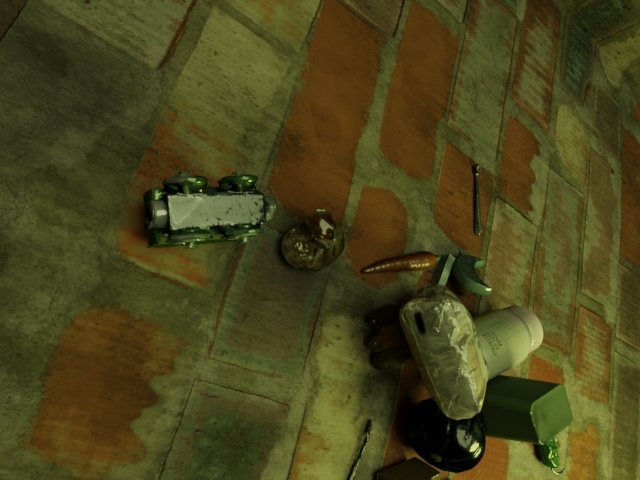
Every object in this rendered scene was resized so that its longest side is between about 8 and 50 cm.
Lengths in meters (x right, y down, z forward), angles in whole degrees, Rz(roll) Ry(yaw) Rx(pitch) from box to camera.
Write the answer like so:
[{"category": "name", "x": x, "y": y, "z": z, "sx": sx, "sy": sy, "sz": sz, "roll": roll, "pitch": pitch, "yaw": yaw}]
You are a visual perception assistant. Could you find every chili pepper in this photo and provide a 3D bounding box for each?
[{"category": "chili pepper", "x": 0.909, "y": 0.793, "z": 1.902, "sx": 0.100, "sy": 0.074, "sz": 0.256, "roll": 13, "pitch": 73, "yaw": -31}]

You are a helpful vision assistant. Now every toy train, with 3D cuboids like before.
[{"category": "toy train", "x": -0.283, "y": -0.067, "z": 1.165, "sx": 0.308, "sy": 0.249, "sz": 0.173, "roll": -6, "pitch": 87, "yaw": -33}]

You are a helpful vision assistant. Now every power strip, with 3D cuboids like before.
[{"category": "power strip", "x": 0.551, "y": 0.109, "z": 1.756, "sx": 0.137, "sy": 0.044, "sz": 0.216, "roll": 19, "pitch": 34, "yaw": -7}]

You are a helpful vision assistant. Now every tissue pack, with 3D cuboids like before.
[{"category": "tissue pack", "x": 0.380, "y": 0.313, "z": 1.423, "sx": 0.375, "sy": 0.195, "sz": 0.389, "roll": 11, "pitch": 59, "yaw": -72}]

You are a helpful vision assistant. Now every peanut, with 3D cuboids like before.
[{"category": "peanut", "x": 0.564, "y": 0.167, "z": 1.793, "sx": 0.152, "sy": 0.076, "sz": 0.076, "roll": 0, "pitch": 81, "yaw": -31}]

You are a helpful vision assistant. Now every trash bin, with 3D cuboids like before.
[{"category": "trash bin", "x": 0.613, "y": 0.550, "z": 1.590, "sx": 0.223, "sy": 0.344, "sz": 0.158, "roll": -12, "pitch": 86, "yaw": -34}]

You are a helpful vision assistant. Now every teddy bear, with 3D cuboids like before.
[{"category": "teddy bear", "x": 0.229, "y": 0.297, "z": 1.511, "sx": 0.177, "sy": 0.140, "sz": 0.190, "roll": -14, "pitch": 70, "yaw": -18}]

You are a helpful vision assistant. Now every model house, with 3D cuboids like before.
[{"category": "model house", "x": 0.282, "y": 0.830, "z": 1.445, "sx": 0.181, "sy": 0.176, "sz": 0.247, "roll": -5, "pitch": 100, "yaw": -35}]

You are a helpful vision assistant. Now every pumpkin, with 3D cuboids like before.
[{"category": "pumpkin", "x": 0.404, "y": 0.589, "z": 1.509, "sx": 0.248, "sy": 0.248, "sz": 0.247, "roll": 7, "pitch": 77, "yaw": -33}]

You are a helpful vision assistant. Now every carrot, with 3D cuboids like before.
[{"category": "carrot", "x": 0.279, "y": 0.078, "z": 1.632, "sx": 0.336, "sy": 0.069, "sz": 0.069, "roll": -6, "pitch": 84, "yaw": -28}]

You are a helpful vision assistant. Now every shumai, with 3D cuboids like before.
[{"category": "shumai", "x": 0.000, "y": 0.000, "z": 1.386, "sx": 0.210, "sy": 0.153, "sz": 0.161, "roll": -5, "pitch": 76, "yaw": -30}]

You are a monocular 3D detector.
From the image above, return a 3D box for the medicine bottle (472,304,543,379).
[{"category": "medicine bottle", "x": 0.607, "y": 0.365, "z": 1.697, "sx": 0.379, "sy": 0.214, "sz": 0.213, "roll": -11, "pitch": 87, "yaw": -35}]

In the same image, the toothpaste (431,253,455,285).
[{"category": "toothpaste", "x": 0.441, "y": 0.124, "z": 1.732, "sx": 0.034, "sy": 0.046, "sz": 0.164, "roll": 37, "pitch": 63, "yaw": -20}]

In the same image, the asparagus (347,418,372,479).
[{"category": "asparagus", "x": 0.116, "y": 0.654, "z": 1.435, "sx": 0.022, "sy": 0.023, "sz": 0.232, "roll": 73, "pitch": 38, "yaw": -59}]

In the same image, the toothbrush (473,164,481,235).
[{"category": "toothbrush", "x": 0.636, "y": -0.165, "z": 1.927, "sx": 0.030, "sy": 0.030, "sz": 0.297, "roll": 4, "pitch": 79, "yaw": -7}]
